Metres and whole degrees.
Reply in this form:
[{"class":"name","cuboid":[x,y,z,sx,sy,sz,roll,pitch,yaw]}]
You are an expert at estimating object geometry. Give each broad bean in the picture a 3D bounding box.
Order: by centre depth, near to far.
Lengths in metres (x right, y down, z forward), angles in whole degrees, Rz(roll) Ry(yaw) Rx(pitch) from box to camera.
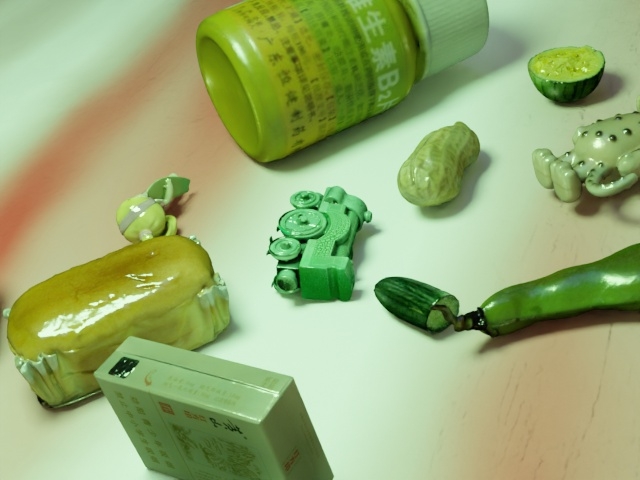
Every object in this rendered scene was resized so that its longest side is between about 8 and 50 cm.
[{"class":"broad bean","cuboid":[0.275,0.052,1.122,0.325,0.067,0.075,-16,1,3]}]

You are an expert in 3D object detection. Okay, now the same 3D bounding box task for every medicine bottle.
[{"class":"medicine bottle","cuboid":[0.034,-0.282,1.585,0.384,0.224,0.224,-27,34,-18]}]

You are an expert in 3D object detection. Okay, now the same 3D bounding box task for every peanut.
[{"class":"peanut","cuboid":[0.152,-0.094,1.386,0.080,0.080,0.174,5,33,30]}]

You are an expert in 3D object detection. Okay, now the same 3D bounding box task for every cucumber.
[{"class":"cucumber","cuboid":[0.099,0.065,1.187,0.048,0.048,0.105,-34,34,-27]}]

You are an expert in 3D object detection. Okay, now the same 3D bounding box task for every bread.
[{"class":"bread","cuboid":[-0.229,0.083,1.243,0.241,0.107,0.136,-23,35,-12]}]

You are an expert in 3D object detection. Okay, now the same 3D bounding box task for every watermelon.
[{"class":"watermelon","cuboid":[0.338,-0.225,1.518,0.105,0.062,0.105,-6,38,5]}]

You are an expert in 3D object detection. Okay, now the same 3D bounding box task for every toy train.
[{"class":"toy train","cuboid":[0.000,0.000,1.309,0.105,0.071,0.178,3,37,13]}]

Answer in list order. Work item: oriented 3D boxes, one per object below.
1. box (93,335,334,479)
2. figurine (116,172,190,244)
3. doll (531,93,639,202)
[{"class":"box","cuboid":[-0.099,0.171,1.017,0.201,0.141,0.058,9,44,36]},{"class":"figurine","cuboid":[-0.220,-0.042,1.482,0.083,0.083,0.187,-10,20,9]},{"class":"doll","cuboid":[0.389,-0.129,1.302,0.278,0.119,0.154,-31,31,-15]}]
